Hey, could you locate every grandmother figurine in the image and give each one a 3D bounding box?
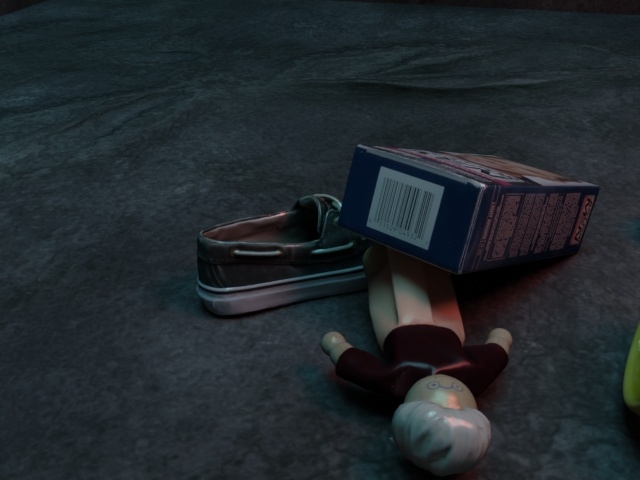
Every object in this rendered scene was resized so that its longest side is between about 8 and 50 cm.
[{"bbox_3d":[0.105,0.112,0.784,0.208,0.104,0.342,-10,27,3],"label":"grandmother figurine"}]

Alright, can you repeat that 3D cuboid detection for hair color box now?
[{"bbox_3d":[0.199,-0.046,0.927,0.174,0.105,0.347,24,17,35],"label":"hair color box"}]

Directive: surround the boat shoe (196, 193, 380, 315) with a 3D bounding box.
[{"bbox_3d":[0.000,0.000,0.957,0.335,0.119,0.121,-17,34,-24],"label":"boat shoe"}]

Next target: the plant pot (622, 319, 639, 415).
[{"bbox_3d":[0.448,0.094,0.670,0.239,0.254,0.254,24,36,12],"label":"plant pot"}]
